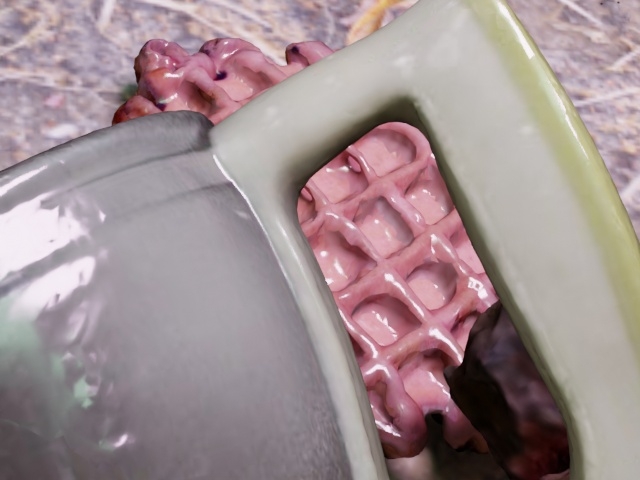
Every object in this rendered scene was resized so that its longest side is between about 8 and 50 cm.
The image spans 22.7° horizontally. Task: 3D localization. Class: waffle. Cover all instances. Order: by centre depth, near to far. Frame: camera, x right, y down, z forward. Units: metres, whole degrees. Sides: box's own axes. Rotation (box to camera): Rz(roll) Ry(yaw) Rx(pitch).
[{"bbox_3d":[0.000,0.000,0.733,0.221,0.055,0.234,12,54,-10],"label":"waffle"}]

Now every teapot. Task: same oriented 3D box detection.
[{"bbox_3d":[-0.050,0.087,0.550,0.322,0.239,0.239,-32,88,-22],"label":"teapot"}]

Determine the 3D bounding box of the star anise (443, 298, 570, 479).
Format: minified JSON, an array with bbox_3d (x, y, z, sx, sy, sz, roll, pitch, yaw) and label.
[{"bbox_3d":[0.137,0.110,0.663,0.223,0.109,0.236,25,43,-39],"label":"star anise"}]
